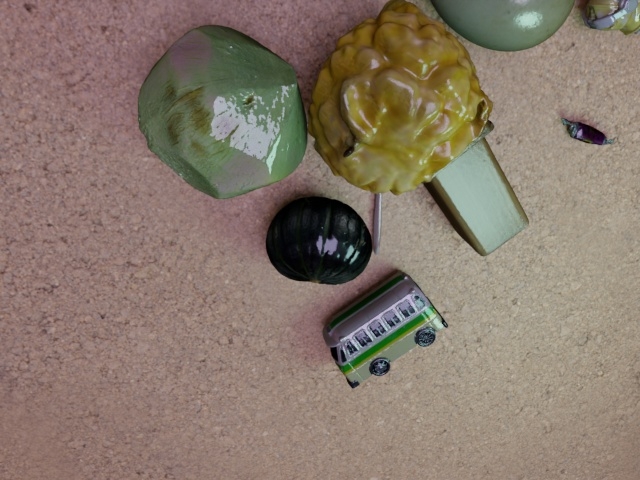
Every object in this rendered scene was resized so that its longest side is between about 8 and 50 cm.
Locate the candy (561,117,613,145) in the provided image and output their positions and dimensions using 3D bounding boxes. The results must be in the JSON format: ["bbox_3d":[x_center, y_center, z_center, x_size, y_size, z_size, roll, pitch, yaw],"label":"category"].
[{"bbox_3d":[0.670,-0.267,1.249,0.174,0.045,0.043,15,100,-19],"label":"candy"}]

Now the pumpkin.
[{"bbox_3d":[0.000,0.000,1.151,0.249,0.216,0.250,7,141,5],"label":"pumpkin"}]

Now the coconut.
[{"bbox_3d":[-0.166,-0.238,0.933,0.328,0.281,0.329,13,120,23],"label":"coconut"}]

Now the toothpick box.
[{"bbox_3d":[0.344,-0.132,1.172,0.190,0.187,0.308,-39,120,6],"label":"toothpick box"}]

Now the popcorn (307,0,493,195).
[{"bbox_3d":[0.142,-0.281,0.967,0.348,0.382,0.349,6,140,5],"label":"popcorn"}]

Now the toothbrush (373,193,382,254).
[{"bbox_3d":[0.147,-0.105,1.222,0.029,0.025,0.308,-9,116,-17],"label":"toothbrush"}]

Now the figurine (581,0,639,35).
[{"bbox_3d":[0.678,-0.521,1.092,0.184,0.128,0.208,-43,120,11],"label":"figurine"}]

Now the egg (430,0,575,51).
[{"bbox_3d":[0.353,-0.497,0.981,0.295,0.218,0.219,12,112,-4],"label":"egg"}]

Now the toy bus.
[{"bbox_3d":[0.154,0.229,1.313,0.305,0.143,0.179,-35,114,6],"label":"toy bus"}]
